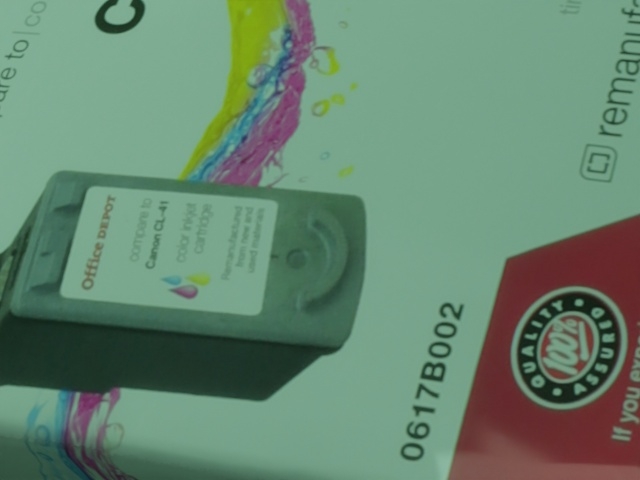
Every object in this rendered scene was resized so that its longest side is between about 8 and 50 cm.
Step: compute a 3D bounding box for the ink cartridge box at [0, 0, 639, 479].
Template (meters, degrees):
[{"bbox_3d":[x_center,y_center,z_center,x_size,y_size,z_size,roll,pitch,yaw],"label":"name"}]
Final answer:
[{"bbox_3d":[0.000,0.000,0.564,0.306,0.131,0.226,7,61,20],"label":"ink cartridge box"}]
